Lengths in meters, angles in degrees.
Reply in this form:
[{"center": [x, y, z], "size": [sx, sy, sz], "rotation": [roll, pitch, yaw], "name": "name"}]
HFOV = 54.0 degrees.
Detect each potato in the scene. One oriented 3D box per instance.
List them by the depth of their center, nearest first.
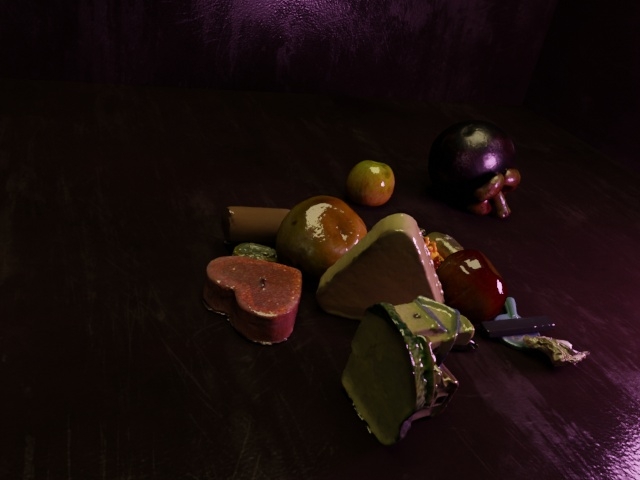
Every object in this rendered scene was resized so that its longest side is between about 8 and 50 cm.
[{"center": [0.453, 0.035, 2.207], "size": [0.105, 0.085, 0.188], "rotation": [-14, 48, -32], "name": "potato"}]

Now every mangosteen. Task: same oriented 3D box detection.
[{"center": [0.648, -0.292, 2.645], "size": [0.382, 0.382, 0.434], "rotation": [-3, 66, -24], "name": "mangosteen"}]

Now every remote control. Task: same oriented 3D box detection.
[{"center": [0.601, 0.259, 1.915], "size": [0.245, 0.025, 0.063], "rotation": [-4, 35, -20], "name": "remote control"}]

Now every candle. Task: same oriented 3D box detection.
[{"center": [-0.164, 0.145, 1.806], "size": [0.287, 0.131, 0.317], "rotation": [-13, 39, -40], "name": "candle"}]

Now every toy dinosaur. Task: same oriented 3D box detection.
[{"center": [0.370, 0.065, 2.137], "size": [0.071, 0.117, 0.288], "rotation": [-10, 18, -11], "name": "toy dinosaur"}]

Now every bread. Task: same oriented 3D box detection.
[{"center": [-0.203, 0.057, 2.002], "size": [0.157, 0.064, 0.117], "rotation": [11, 31, 2], "name": "bread"}]

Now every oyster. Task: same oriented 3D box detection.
[{"center": [0.687, 0.323, 1.847], "size": [0.191, 0.081, 0.163], "rotation": [25, 7, 12], "name": "oyster"}]

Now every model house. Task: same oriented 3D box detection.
[{"center": [0.236, 0.301, 1.502], "size": [0.267, 0.321, 0.261], "rotation": [-7, 41, -32], "name": "model house"}]

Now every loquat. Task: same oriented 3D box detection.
[{"center": [0.000, 0.000, 1.995], "size": [0.276, 0.276, 0.284], "rotation": [28, 56, 26], "name": "loquat"}]

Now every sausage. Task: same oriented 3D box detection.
[{"center": [-0.213, -0.053, 2.090], "size": [0.253, 0.123, 0.123], "rotation": [2, 29, -36], "name": "sausage"}]

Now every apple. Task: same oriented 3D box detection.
[{"center": [0.203, -0.233, 2.531], "size": [0.196, 0.195, 0.196], "rotation": [8, 30, -5], "name": "apple"}]

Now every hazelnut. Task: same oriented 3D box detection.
[{"center": [0.458, 0.150, 1.942], "size": [0.230, 0.229, 0.229], "rotation": [8, 30, -5], "name": "hazelnut"}]

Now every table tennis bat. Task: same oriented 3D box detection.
[{"center": [0.607, 0.259, 1.963], "size": [0.149, 0.038, 0.237], "rotation": [11, 33, 1], "name": "table tennis bat"}]

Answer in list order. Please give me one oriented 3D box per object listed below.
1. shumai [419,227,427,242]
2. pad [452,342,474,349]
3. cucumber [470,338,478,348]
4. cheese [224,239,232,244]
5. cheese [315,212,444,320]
[{"center": [0.363, -0.010, 2.295], "size": [0.083, 0.080, 0.082], "rotation": [28, 32, 28], "name": "shumai"}, {"center": [0.274, 0.247, 1.676], "size": [0.235, 0.158, 0.003], "rotation": [-5, 48, 36], "name": "pad"}, {"center": [0.318, 0.273, 1.810], "size": [0.294, 0.067, 0.067], "rotation": [9, 30, -4], "name": "cucumber"}, {"center": [-0.283, -0.024, 2.144], "size": [0.086, 0.036, 0.162], "rotation": [17, 30, 12], "name": "cheese"}, {"center": [0.216, 0.139, 1.831], "size": [0.384, 0.383, 0.104], "rotation": [12, 36, 1], "name": "cheese"}]
